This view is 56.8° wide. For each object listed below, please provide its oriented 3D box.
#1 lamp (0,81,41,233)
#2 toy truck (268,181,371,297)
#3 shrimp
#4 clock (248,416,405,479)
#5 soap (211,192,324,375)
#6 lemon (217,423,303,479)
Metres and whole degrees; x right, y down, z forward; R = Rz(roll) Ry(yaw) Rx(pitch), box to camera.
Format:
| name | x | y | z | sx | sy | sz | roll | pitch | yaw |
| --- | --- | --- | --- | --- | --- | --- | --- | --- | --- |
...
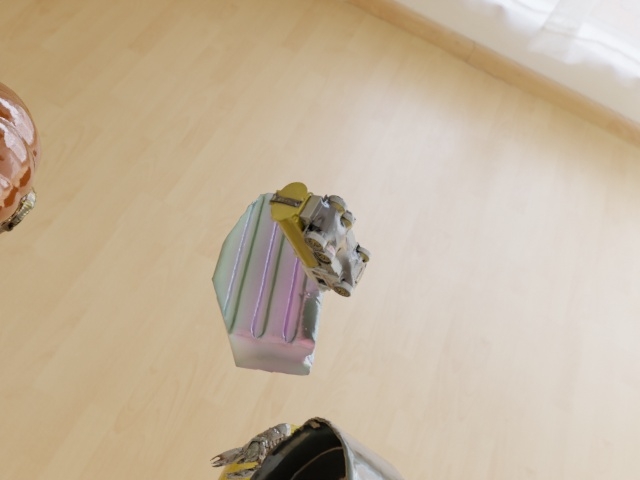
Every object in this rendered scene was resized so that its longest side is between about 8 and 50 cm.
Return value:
| name | x | y | z | sx | sy | sz | roll | pitch | yaw |
| --- | --- | --- | --- | --- | --- | --- | --- | --- | --- |
| lamp | -0.421 | -0.086 | 0.662 | 0.223 | 0.196 | 0.223 | -19 | 49 | 23 |
| toy truck | 0.000 | 0.000 | 0.555 | 0.063 | 0.123 | 0.052 | 13 | 60 | 32 |
| shrimp | -0.069 | 0.228 | 0.631 | 0.092 | 0.029 | 0.038 | -24 | 45 | -11 |
| clock | -0.046 | 0.285 | 0.407 | 0.067 | 0.325 | 0.325 | 31 | 56 | -8 |
| soap | -0.087 | 0.065 | 1.061 | 0.193 | 0.109 | 0.323 | 8 | 51 | 0 |
| lemon | -0.059 | 0.441 | 1.001 | 0.288 | 0.233 | 0.233 | -25 | 70 | -31 |
